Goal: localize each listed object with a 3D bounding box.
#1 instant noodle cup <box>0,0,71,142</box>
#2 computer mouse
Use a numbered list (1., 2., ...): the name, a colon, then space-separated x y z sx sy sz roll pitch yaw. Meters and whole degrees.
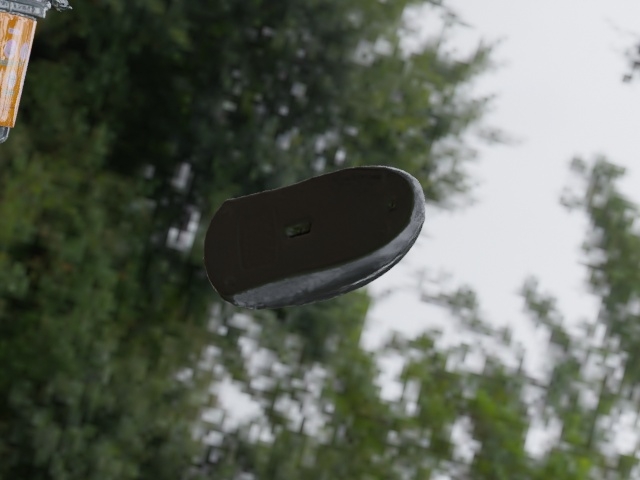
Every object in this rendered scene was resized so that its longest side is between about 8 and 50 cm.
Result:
1. instant noodle cup: -0.297 -0.141 1.405 0.177 0.208 0.125 -167 -96 -68
2. computer mouse: 0.000 0.000 2.058 0.086 0.270 0.137 51 29 -55
